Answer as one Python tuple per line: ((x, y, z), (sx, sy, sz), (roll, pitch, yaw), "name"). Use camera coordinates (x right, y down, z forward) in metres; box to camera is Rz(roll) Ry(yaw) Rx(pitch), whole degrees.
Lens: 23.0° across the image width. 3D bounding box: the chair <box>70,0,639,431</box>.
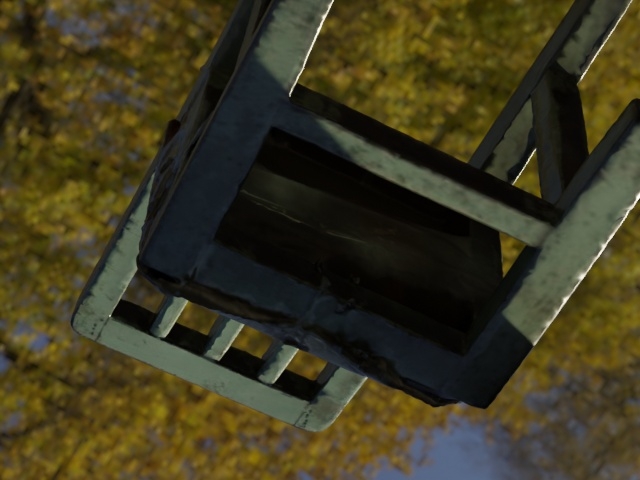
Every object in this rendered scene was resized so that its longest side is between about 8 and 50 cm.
((0.000, 0.000, 0.588), (0.136, 0.270, 0.147), (26, -148, -12), "chair")
